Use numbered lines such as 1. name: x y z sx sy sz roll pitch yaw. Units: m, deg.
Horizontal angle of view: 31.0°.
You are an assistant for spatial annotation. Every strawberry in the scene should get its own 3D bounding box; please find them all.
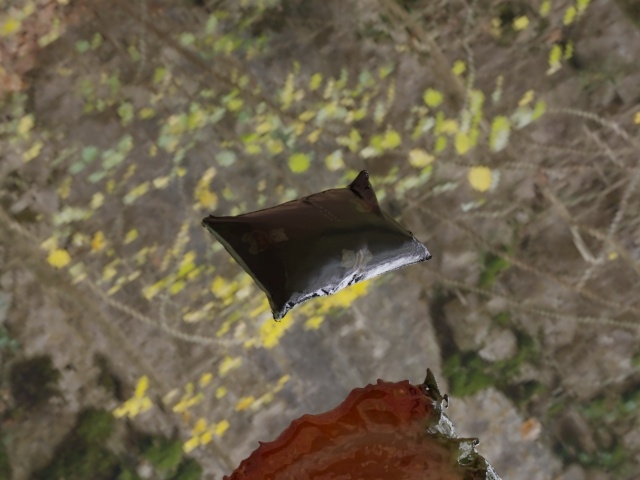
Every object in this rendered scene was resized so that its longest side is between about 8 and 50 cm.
1. strawberry: 0.028 0.215 0.893 0.228 0.174 0.098 -24 139 -21

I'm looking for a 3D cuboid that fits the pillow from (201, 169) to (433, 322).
1. pillow: 0.000 0.001 0.809 0.150 0.090 0.048 -19 131 -38
